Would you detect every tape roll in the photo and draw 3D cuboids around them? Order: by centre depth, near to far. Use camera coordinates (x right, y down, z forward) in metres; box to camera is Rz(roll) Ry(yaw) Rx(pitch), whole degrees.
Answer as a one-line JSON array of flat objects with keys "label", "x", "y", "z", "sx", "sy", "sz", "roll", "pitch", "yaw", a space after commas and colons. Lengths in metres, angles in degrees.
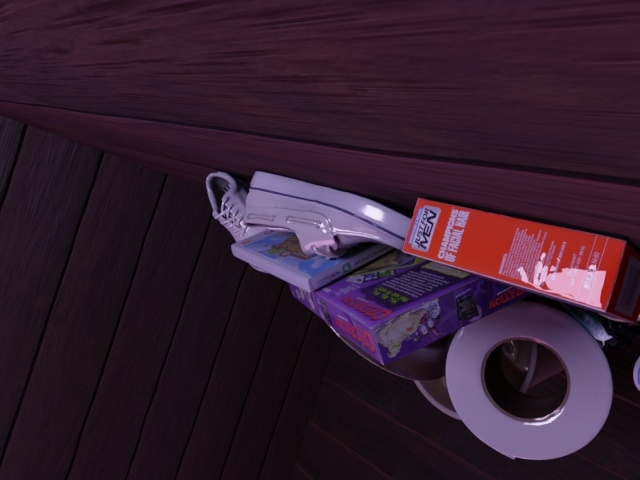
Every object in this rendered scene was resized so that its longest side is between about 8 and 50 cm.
[{"label": "tape roll", "x": 0.350, "y": 0.218, "z": 0.888, "sx": 0.246, "sy": 0.246, "sz": 0.169, "roll": 18, "pitch": -174, "yaw": 27}]

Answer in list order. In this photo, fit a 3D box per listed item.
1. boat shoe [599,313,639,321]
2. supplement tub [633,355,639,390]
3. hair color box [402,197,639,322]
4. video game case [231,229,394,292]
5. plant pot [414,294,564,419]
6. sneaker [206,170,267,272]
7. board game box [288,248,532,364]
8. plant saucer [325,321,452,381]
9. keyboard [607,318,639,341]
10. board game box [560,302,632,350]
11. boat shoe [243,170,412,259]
[{"label": "boat shoe", "x": 0.287, "y": 0.053, "z": 0.564, "sx": 0.045, "sy": 0.050, "sz": 0.135, "roll": 13, "pitch": -179, "yaw": -13}, {"label": "supplement tub", "x": 0.493, "y": 0.193, "z": 0.719, "sx": 0.071, "sy": 0.071, "sz": 0.107, "roll": 18, "pitch": 179, "yaw": -19}, {"label": "hair color box", "x": 0.163, "y": 0.013, "z": 0.432, "sx": 0.167, "sy": 0.053, "sz": 0.093, "roll": 16, "pitch": 180, "yaw": 43}, {"label": "video game case", "x": 0.000, "y": 0.000, "z": 0.777, "sx": 0.193, "sy": 0.023, "sz": 0.212, "roll": -25, "pitch": -155, "yaw": -29}, {"label": "plant pot", "x": 0.407, "y": 0.210, "z": 1.189, "sx": 0.306, "sy": 0.333, "sz": 0.334, "roll": 4, "pitch": -171, "yaw": -39}, {"label": "sneaker", "x": -0.142, "y": -0.035, "z": 0.931, "sx": 0.091, "sy": 0.094, "sz": 0.258, "roll": 21, "pitch": -160, "yaw": -40}, {"label": "board game box", "x": 0.093, "y": 0.047, "z": 0.681, "sx": 0.208, "sy": 0.056, "sz": 0.347, "roll": -18, "pitch": -170, "yaw": -14}, {"label": "plant saucer", "x": 0.117, "y": 0.112, "z": 0.942, "sx": 0.311, "sy": 0.050, "sz": 0.310, "roll": 28, "pitch": -155, "yaw": -14}, {"label": "keyboard", "x": 0.481, "y": 0.135, "z": 0.689, "sx": 0.202, "sy": 0.033, "sz": 0.317, "roll": 17, "pitch": 177, "yaw": 45}, {"label": "board game box", "x": 0.413, "y": 0.112, "z": 0.821, "sx": 0.186, "sy": 0.026, "sz": 0.126, "roll": 19, "pitch": -151, "yaw": -52}, {"label": "boat shoe", "x": 0.005, "y": -0.020, "z": 0.665, "sx": 0.268, "sy": 0.088, "sz": 0.096, "roll": 18, "pitch": 180, "yaw": 30}]
